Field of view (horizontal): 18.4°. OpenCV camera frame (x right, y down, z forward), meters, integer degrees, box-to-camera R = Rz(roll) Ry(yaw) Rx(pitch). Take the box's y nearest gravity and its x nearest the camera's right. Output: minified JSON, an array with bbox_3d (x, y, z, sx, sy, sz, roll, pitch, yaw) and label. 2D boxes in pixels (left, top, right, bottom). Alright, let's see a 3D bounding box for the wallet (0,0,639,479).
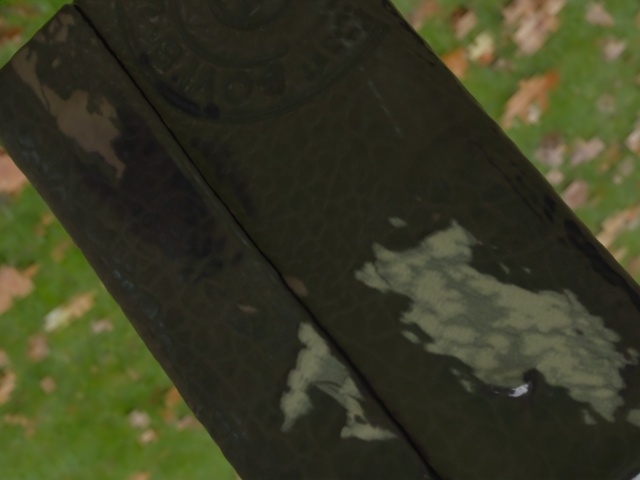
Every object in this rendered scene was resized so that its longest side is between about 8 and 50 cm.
[{"bbox_3d":[0.000,0.000,0.784,0.170,0.321,0.044,-40,155,5],"label":"wallet"}]
